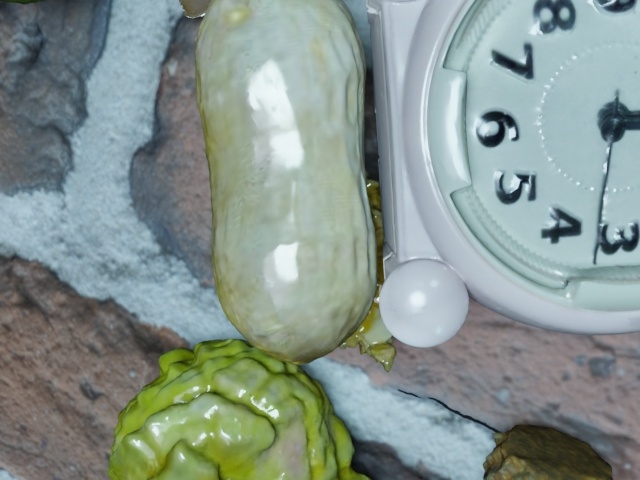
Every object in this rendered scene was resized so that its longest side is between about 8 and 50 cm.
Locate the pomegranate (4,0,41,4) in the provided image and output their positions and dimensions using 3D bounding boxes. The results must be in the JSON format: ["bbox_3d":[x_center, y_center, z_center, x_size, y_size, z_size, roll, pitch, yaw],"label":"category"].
[{"bbox_3d":[-0.292,-0.319,0.669,0.340,0.260,0.260,-24,93,53],"label":"pomegranate"}]

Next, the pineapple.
[{"bbox_3d":[0.169,0.304,0.694,0.130,0.119,0.277,9,107,-1],"label":"pineapple"}]

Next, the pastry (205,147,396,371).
[{"bbox_3d":[0.000,0.000,0.693,0.154,0.102,0.250,-28,88,12],"label":"pastry"}]

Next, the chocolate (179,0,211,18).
[{"bbox_3d":[-0.117,-0.259,0.723,0.064,0.031,0.101,-31,94,6],"label":"chocolate"}]

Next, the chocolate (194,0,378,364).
[{"bbox_3d":[-0.023,-0.062,0.582,0.134,0.134,0.309,-7,91,22],"label":"chocolate"}]

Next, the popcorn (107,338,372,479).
[{"bbox_3d":[-0.083,0.215,0.723,0.259,0.212,0.259,6,103,27],"label":"popcorn"}]

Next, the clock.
[{"bbox_3d":[0.196,-0.085,0.543,0.325,0.184,0.342,-4,103,6],"label":"clock"}]
